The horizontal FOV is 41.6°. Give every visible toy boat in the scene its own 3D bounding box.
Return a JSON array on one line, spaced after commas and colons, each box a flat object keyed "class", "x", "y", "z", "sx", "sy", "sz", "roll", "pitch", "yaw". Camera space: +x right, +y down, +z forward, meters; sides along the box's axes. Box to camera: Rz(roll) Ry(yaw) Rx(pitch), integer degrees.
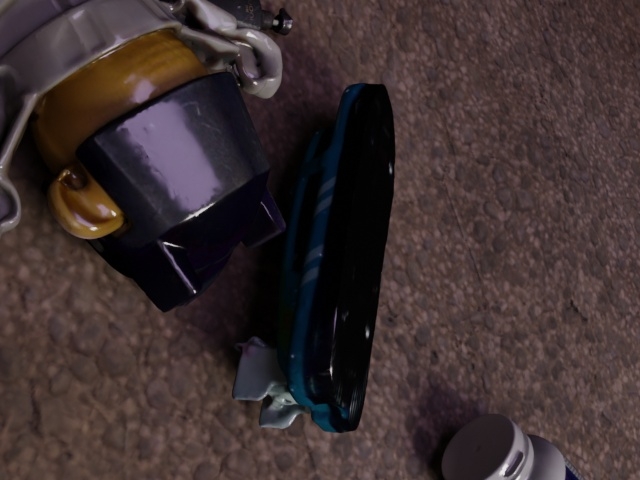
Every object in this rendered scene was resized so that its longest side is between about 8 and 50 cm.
[{"class": "toy boat", "x": 0.000, "y": 0.000, "z": 0.690, "sx": 0.134, "sy": 0.092, "sz": 0.298, "roll": 64, "pitch": 30, "yaw": -53}]

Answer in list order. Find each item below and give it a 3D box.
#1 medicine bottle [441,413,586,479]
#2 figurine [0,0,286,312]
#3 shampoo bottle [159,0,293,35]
[{"class": "medicine bottle", "x": 0.198, "y": 0.249, "z": 0.770, "sx": 0.191, "sy": 0.107, "sz": 0.107, "roll": 47, "pitch": 54, "yaw": -19}, {"class": "figurine", "x": -0.139, "y": -0.091, "z": 0.568, "sx": 0.309, "sy": 0.143, "sz": 0.308, "roll": 3, "pitch": 80, "yaw": -19}, {"class": "shampoo bottle", "x": -0.083, "y": -0.194, "z": 0.712, "sx": 0.137, "sy": 0.027, "sz": 0.048, "roll": 2, "pitch": 79, "yaw": -39}]
